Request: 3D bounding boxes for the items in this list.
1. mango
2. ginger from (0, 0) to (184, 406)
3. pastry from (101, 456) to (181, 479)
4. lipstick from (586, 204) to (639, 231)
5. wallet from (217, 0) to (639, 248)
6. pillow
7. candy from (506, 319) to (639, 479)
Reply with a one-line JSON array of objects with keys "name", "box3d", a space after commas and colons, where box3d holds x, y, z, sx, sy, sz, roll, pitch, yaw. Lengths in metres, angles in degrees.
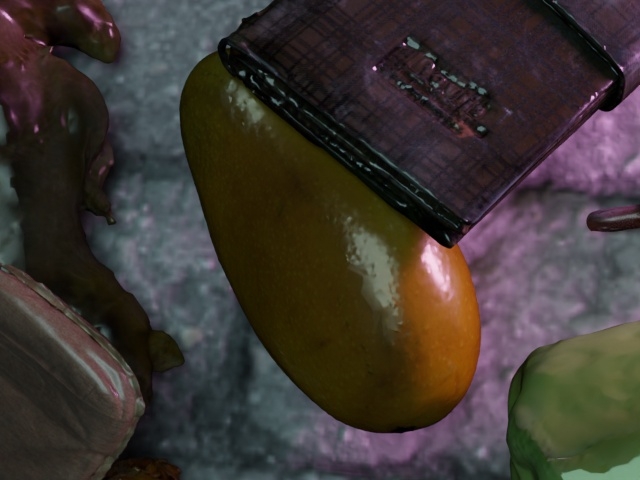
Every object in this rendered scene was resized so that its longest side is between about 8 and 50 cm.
[{"name": "mango", "box3d": [0.000, 0.000, 0.993, 0.099, 0.136, 0.227, -27, 76, -33]}, {"name": "ginger", "box3d": [-0.179, -0.052, 1.059, 0.166, 0.080, 0.333, -14, 75, -22]}, {"name": "pastry", "box3d": [-0.065, 0.183, 1.001, 0.169, 0.063, 0.087, 37, 84, 16]}, {"name": "lipstick", "box3d": [0.197, -0.016, 1.017, 0.107, 0.025, 0.025, -8, 77, 14]}, {"name": "wallet", "box3d": [0.114, -0.145, 0.993, 0.169, 0.044, 0.317, 41, 65, 17]}, {"name": "pillow", "box3d": [-0.175, 0.114, 1.006, 0.135, 0.034, 0.211, 41, 120, 15]}, {"name": "candy", "box3d": [0.259, 0.072, 0.930, 0.343, 0.142, 0.132, -18, 63, 5]}]
